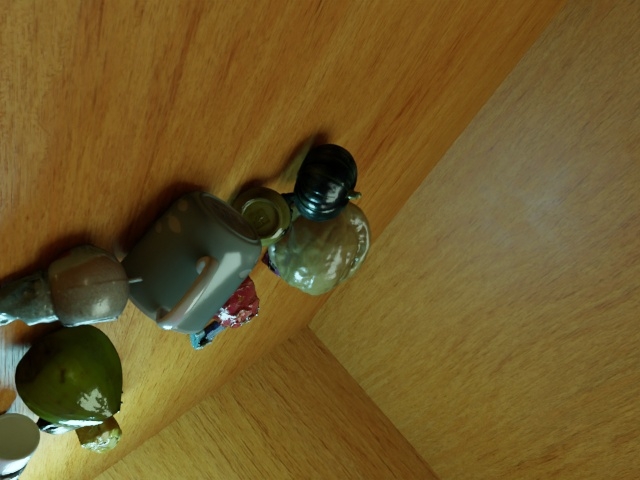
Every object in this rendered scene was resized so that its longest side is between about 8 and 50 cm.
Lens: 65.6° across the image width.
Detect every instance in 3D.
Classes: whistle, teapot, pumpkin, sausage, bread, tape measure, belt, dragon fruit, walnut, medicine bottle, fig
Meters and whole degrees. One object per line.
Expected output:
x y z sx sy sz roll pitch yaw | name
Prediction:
-0.549 0.104 1.021 0.348 0.189 0.189 -12 154 -21 | whistle
-0.189 -0.065 1.466 0.269 0.173 0.182 -33 -169 -1 | teapot
0.025 -0.174 1.533 0.250 0.216 0.249 21 90 -80 | pumpkin
-0.816 0.570 1.652 0.317 0.125 0.117 -18 111 -61 | sausage
-0.857 0.725 1.915 0.132 0.167 0.294 -36 164 -25 | bread
-0.172 0.085 2.012 0.074 0.118 0.125 -33 160 -40 | tape measure
-0.518 0.433 2.136 0.065 0.100 0.179 -31 165 -27 | belt
-0.365 0.266 1.999 0.189 0.163 0.261 12 129 -39 | dragon fruit
-0.005 0.006 1.843 0.383 0.383 0.383 -40 166 -12 | walnut
-0.943 0.641 1.439 0.273 0.165 0.165 -48 165 20 | medicine bottle
-0.613 0.348 1.256 0.239 0.271 0.239 -45 -173 7 | fig

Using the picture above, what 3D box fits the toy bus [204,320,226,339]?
-0.475 0.394 2.241 0.153 0.051 0.061 -38 153 -16 | toy bus

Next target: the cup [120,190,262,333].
-0.296 0.058 1.169 0.274 0.259 0.356 -49 -158 8 | cup
